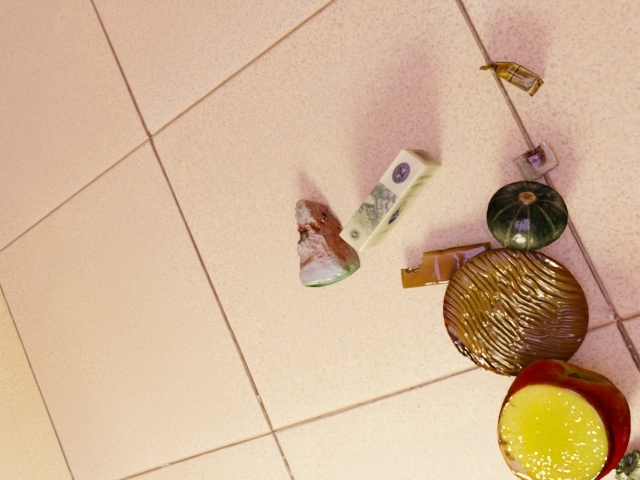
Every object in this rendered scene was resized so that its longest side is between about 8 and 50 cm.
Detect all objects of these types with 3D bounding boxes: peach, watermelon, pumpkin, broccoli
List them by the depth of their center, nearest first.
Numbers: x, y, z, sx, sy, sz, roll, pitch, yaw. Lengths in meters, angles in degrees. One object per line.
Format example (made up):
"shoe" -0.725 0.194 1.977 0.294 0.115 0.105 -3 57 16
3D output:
"peach" 0.516 0.401 1.146 0.248 0.246 0.274 43 115 61
"broccoli" 0.669 0.500 1.161 0.097 0.092 0.095 -23 71 46
"pumpkin" 0.446 -0.053 1.177 0.167 0.167 0.125 12 132 26
"watermelon" 0.000 0.000 1.459 0.154 0.094 0.240 -22 83 20

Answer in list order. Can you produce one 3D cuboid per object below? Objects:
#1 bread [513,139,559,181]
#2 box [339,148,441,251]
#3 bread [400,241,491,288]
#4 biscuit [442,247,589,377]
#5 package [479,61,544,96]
"bread" 0.481 -0.173 1.207 0.083 0.035 0.070 -30 83 24
"box" 0.170 -0.099 1.304 0.069 0.164 0.256 42 112 15
"bread" 0.304 0.061 1.318 0.226 0.049 0.087 -9 94 28
"biscuit" 0.438 0.168 1.237 0.318 0.040 0.317 6 107 18
"package" 0.422 -0.366 1.194 0.131 0.071 0.047 38 117 20
